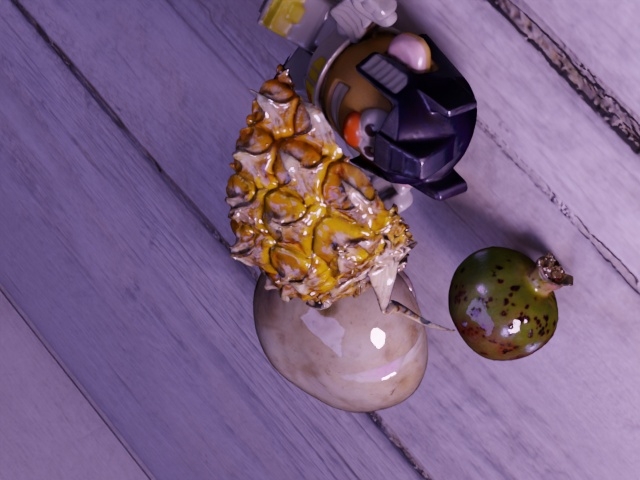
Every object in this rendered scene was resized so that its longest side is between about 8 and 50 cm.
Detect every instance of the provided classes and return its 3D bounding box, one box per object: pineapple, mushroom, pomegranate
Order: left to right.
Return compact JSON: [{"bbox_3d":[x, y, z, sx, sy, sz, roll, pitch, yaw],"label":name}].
[{"bbox_3d":[0.003,0.002,1.688,0.158,0.161,0.334,40,164,38],"label":"pineapple"},{"bbox_3d":[0.031,0.096,2.000,0.255,0.184,0.255,41,147,34],"label":"mushroom"},{"bbox_3d":[0.198,0.067,1.745,0.130,0.130,0.130,42,150,31],"label":"pomegranate"}]

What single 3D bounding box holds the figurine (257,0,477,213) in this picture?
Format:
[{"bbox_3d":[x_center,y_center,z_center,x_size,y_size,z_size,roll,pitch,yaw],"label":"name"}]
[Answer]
[{"bbox_3d":[0.058,-0.158,1.714,0.308,0.143,0.308,45,169,11],"label":"figurine"}]
